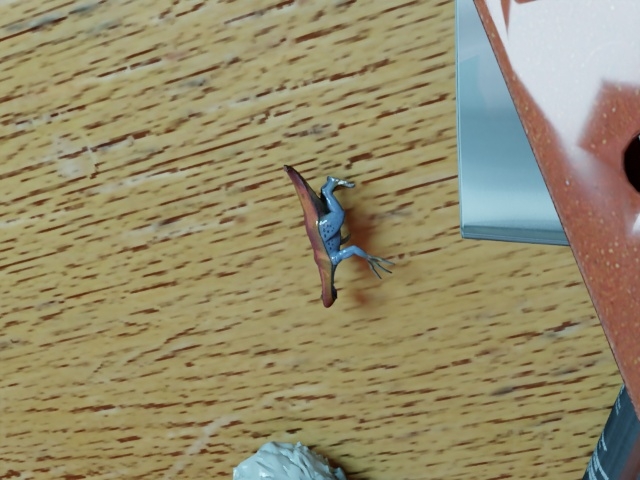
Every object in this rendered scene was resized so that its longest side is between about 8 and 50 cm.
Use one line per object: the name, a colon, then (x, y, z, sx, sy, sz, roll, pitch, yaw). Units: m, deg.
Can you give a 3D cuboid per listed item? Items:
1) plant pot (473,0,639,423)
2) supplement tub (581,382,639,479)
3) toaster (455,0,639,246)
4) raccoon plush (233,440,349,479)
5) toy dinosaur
plant pot: (0.196, -0.052, 0.465, 0.267, 0.236, 0.267, -24, 85, 31)
supplement tub: (0.230, 0.111, 0.845, 0.106, 0.106, 0.198, 20, 120, 7)
toaster: (0.133, -0.091, 0.732, 0.110, 0.185, 0.168, 1, 116, 12)
raccoon plush: (0.132, 0.277, 0.829, 0.446, 0.216, 0.299, 36, 147, -1)
toy dinosaur: (0.000, 0.000, 0.887, 0.090, 0.047, 0.082, 15, 93, -23)
